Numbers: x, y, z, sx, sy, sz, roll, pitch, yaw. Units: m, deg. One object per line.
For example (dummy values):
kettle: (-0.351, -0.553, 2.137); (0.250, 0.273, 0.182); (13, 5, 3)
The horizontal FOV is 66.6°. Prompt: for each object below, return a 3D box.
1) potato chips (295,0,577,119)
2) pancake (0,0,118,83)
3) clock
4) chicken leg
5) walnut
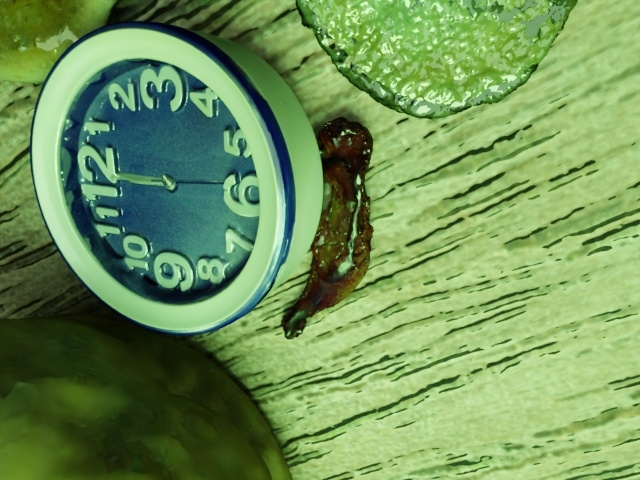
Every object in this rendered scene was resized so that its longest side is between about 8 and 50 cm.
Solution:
potato chips: (0.090, -0.202, 0.343); (0.202, 0.029, 0.220); (36, 114, -3)
pancake: (-0.255, -0.268, 0.374); (0.282, 0.049, 0.282); (3, 106, 11)
clock: (-0.114, -0.045, 0.384); (0.230, 0.083, 0.230); (8, 111, 22)
chicken leg: (0.006, 0.000, 0.413); (0.093, 0.053, 0.205); (14, 105, 30)
walnut: (-0.211, 0.236, 0.383); (0.383, 0.383, 0.384); (3, 109, 10)
